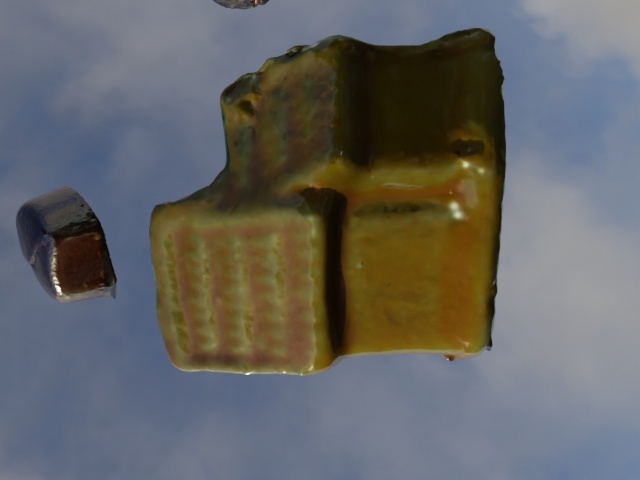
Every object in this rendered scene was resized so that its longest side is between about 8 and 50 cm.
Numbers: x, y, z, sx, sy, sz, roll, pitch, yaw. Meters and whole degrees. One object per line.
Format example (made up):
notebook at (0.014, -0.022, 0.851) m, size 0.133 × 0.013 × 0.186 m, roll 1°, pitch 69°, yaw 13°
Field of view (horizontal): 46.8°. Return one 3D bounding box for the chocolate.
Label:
chocolate at (-0.297, 0.014, 0.857) m, size 0.080 × 0.125 × 0.148 m, roll -24°, pitch -84°, yaw -28°

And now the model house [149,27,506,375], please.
model house at (-0.001, -0.011, 0.530) m, size 0.239 × 0.173 × 0.267 m, roll -4°, pitch -72°, yaw -6°

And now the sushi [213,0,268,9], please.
sushi at (-0.052, -0.418, 0.894) m, size 0.343 × 0.182 × 0.196 m, roll -32°, pitch -83°, yaw 4°
